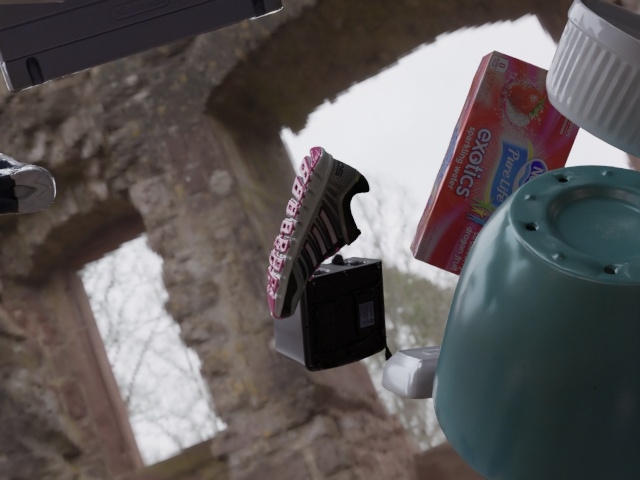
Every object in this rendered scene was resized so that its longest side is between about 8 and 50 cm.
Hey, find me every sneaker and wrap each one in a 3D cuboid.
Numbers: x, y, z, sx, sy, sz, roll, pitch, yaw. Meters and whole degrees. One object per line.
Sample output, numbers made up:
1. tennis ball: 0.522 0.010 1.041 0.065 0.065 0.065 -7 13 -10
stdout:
1. sneaker: 0.000 0.000 1.159 0.074 0.170 0.063 17 5 -15
2. sneaker: -0.544 -0.083 1.922 0.235 0.094 0.153 -12 12 -14

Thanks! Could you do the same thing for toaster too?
1. toaster: 0.019 0.122 1.980 0.168 0.186 0.110 -13 16 -32

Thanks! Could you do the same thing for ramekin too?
1. ramekin: 0.337 -0.162 1.270 0.207 0.207 0.109 0 -56 -45

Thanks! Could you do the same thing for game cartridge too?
1. game cartridge: -0.242 -0.340 1.468 0.355 0.230 0.068 -20 7 -17

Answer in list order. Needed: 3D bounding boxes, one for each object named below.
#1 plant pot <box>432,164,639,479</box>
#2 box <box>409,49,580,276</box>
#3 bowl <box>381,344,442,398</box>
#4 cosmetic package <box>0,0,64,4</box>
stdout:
1. plant pot: 0.259 0.071 1.160 0.293 0.293 0.235 -15 -50 -19
2. box: 0.245 -0.093 1.662 0.142 0.154 0.300 -73 5 -84
3. bowl: 0.166 0.183 1.714 0.142 0.053 0.142 -4 5 -17
4. cosmetic package: -0.417 -0.319 1.079 0.365 0.197 0.155 -4 -34 -7
